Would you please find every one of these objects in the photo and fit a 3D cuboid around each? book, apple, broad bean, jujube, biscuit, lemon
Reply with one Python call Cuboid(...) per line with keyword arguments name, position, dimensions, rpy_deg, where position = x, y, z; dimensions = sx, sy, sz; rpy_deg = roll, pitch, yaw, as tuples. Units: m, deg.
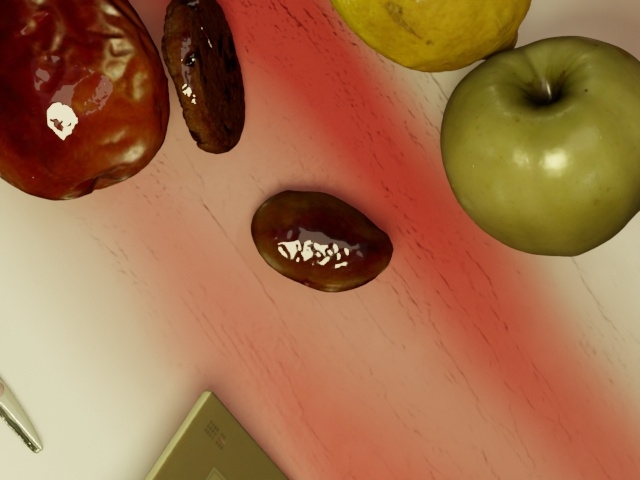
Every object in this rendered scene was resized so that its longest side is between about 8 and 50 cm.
Cuboid(name="book", position=(-0.138, 0.343, 1.421), dimensions=(0.217, 0.021, 0.310), rpy_deg=(53, 54, -29))
Cuboid(name="apple", position=(0.276, -0.107, 1.585), dimensions=(0.262, 0.262, 0.262), rpy_deg=(3, 80, -18))
Cuboid(name="broad bean", position=(0.000, 0.000, 1.575), dimensions=(0.165, 0.084, 0.114), rpy_deg=(27, 57, -6))
Cuboid(name="jujube", position=(-0.297, -0.198, 1.447), dimensions=(0.223, 0.223, 0.318), rpy_deg=(-25, 85, -20))
Cuboid(name="biscuit", position=(-0.130, -0.192, 1.523), dimensions=(0.049, 0.192, 0.192), rpy_deg=(-7, 81, 15))
Cuboid(name="lemon", position=(0.125, -0.319, 1.593), dimensions=(0.288, 0.233, 0.233), rpy_deg=(37, 71, -16))

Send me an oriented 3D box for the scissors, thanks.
Cuboid(name="scissors", position=(-0.353, 0.156, 1.460), dimensions=(0.085, 0.022, 0.176), rpy_deg=(-37, 91, -25))
